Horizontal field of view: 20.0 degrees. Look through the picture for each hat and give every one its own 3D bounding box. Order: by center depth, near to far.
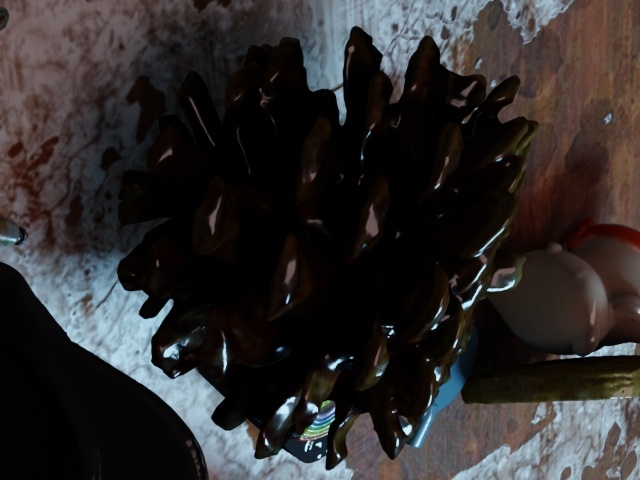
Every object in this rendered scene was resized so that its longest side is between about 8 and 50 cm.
[{"bbox_3d":[-0.235,0.168,1.350,0.238,0.336,0.209,-56,169,-15],"label":"hat"}]

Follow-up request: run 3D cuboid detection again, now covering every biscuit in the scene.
[{"bbox_3d":[0.300,0.156,2.055,0.257,0.273,0.049,-2,84,-39],"label":"biscuit"}]

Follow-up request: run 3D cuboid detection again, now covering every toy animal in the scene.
[{"bbox_3d":[0.308,0.058,2.080,0.198,0.171,0.171,-18,122,-41],"label":"toy animal"}]

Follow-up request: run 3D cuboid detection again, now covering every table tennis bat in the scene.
[{"bbox_3d":[0.133,0.159,2.022,0.100,0.019,0.155,15,98,-56],"label":"table tennis bat"}]

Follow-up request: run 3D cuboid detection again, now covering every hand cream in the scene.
[{"bbox_3d":[-0.290,-0.012,1.521,0.102,0.022,0.035,17,97,-47],"label":"hand cream"}]

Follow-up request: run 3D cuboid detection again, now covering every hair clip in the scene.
[{"bbox_3d":[0.032,0.122,1.835,0.060,0.033,0.188,19,96,-52],"label":"hair clip"}]

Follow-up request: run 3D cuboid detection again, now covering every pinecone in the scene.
[{"bbox_3d":[0.000,0.000,1.575,0.398,0.398,0.397,-23,126,-37],"label":"pinecone"}]

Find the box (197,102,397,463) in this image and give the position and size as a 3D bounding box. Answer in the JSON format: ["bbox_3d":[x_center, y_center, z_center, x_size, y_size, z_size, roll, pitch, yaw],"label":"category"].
[{"bbox_3d":[0.034,0.047,1.865,0.350,0.058,0.211,-54,138,-11],"label":"box"}]

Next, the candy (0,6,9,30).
[{"bbox_3d":[-0.315,-0.149,1.407,0.175,0.045,0.043,-35,173,-33],"label":"candy"}]
